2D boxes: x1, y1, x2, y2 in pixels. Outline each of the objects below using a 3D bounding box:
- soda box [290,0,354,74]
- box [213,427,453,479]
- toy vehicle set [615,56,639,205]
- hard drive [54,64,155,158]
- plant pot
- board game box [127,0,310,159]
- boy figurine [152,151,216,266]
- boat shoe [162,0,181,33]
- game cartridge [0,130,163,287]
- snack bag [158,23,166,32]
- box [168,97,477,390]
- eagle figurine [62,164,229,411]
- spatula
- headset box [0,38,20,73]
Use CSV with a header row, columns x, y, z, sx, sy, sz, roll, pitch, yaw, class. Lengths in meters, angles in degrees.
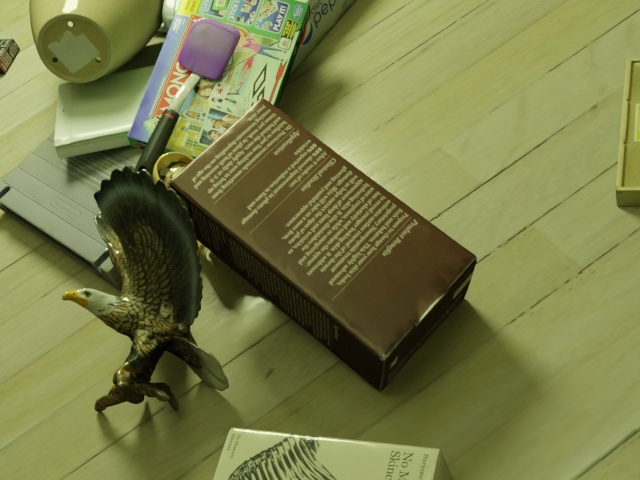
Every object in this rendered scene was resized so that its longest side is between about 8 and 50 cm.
x,y,z,sx,sy,sz,roll,pitch,yaw,class
-0.037,-0.419,1.802,0.098,0.091,0.286,22,63,34,soda box
0.013,0.303,1.195,0.275,0.094,0.113,0,53,21,box
0.516,-0.163,1.423,0.166,0.035,0.267,1,53,21,toy vehicle set
-0.306,-0.241,1.743,0.307,0.040,0.203,-12,41,-2,hard drive
-0.412,-0.396,1.775,0.256,0.256,0.274,-15,34,9,plant pot
-0.165,-0.276,1.655,0.213,0.046,0.317,16,75,5,board game box
-0.136,-0.047,1.504,0.285,0.092,0.177,35,69,21,boy figurine
-0.225,-0.512,1.910,0.094,0.109,0.302,5,63,7,boat shoe
-0.375,-0.079,1.678,0.355,0.068,0.230,28,62,35,game cartridge
-0.198,-0.532,1.993,0.323,0.037,0.343,14,58,30,snack bag
0.000,0.000,1.340,0.381,0.143,0.191,39,70,19,box
-0.246,0.073,1.374,0.226,0.225,0.298,-6,65,27,eagle figurine
-0.227,-0.225,1.601,0.084,0.030,0.296,25,77,5,spatula
-0.666,-0.375,2.044,0.062,0.032,0.083,1,54,22,headset box
